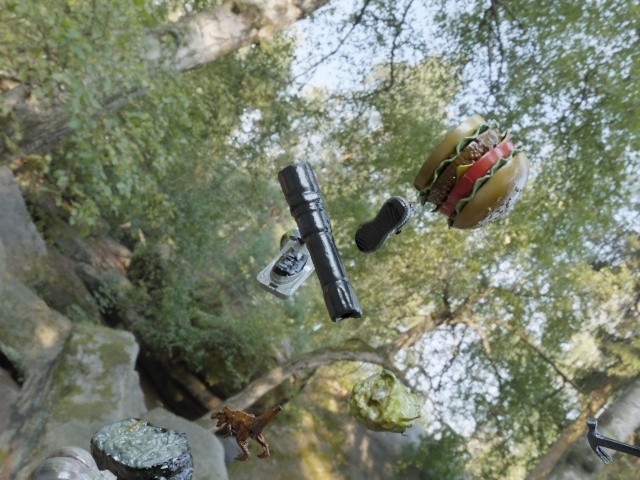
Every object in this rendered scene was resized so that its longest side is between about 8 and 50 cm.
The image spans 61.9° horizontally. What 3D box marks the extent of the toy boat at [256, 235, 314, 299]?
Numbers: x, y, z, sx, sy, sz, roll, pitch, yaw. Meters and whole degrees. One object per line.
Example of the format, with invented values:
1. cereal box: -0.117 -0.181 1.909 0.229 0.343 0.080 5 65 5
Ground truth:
1. toy boat: -0.088 0.065 1.751 0.141 0.269 0.140 27 -30 17

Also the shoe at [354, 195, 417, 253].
1. shoe: 0.202 -0.045 1.605 0.227 0.112 0.099 -48 -114 36

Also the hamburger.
1. hamburger: 0.387 -0.149 1.323 0.212 0.275 0.274 47 -23 18

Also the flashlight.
1. flashlight: 0.000 0.000 1.315 0.103 0.103 0.423 112 -39 -64

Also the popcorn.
1. popcorn: 0.156 0.397 1.274 0.174 0.142 0.173 9 -40 7

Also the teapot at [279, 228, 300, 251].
1. teapot: -0.101 0.032 2.137 0.165 0.119 0.130 -58 -143 37

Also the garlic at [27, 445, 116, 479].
1. garlic: -0.455 0.422 0.897 0.194 0.131 0.127 -13 -51 20

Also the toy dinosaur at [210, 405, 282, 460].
1. toy dinosaur: -0.244 0.694 1.927 0.433 0.097 0.207 -15 -94 40

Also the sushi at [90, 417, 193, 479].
1. sushi: -0.497 0.619 1.480 0.351 0.211 0.170 1 -81 34

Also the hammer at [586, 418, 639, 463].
1. hammer: 0.973 0.656 1.651 0.290 0.037 0.137 2 -71 56
